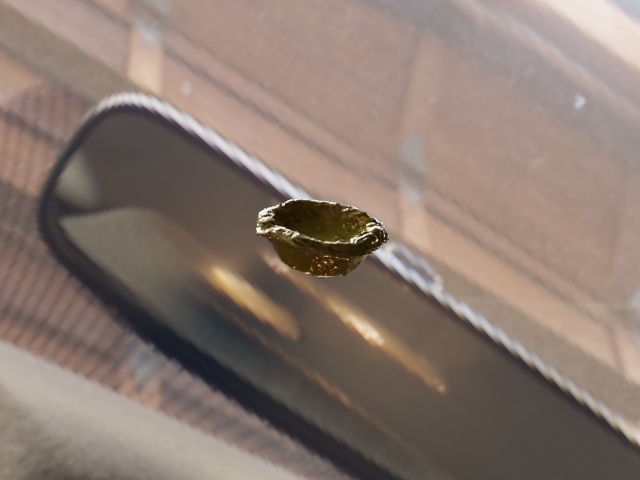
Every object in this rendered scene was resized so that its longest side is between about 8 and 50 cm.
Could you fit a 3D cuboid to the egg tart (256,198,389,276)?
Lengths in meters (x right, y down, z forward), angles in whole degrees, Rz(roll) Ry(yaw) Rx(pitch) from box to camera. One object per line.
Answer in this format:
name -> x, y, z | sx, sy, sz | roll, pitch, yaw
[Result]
egg tart -> 0.000, 0.000, 1.259 | 0.105, 0.039, 0.105 | 5, -156, -2
